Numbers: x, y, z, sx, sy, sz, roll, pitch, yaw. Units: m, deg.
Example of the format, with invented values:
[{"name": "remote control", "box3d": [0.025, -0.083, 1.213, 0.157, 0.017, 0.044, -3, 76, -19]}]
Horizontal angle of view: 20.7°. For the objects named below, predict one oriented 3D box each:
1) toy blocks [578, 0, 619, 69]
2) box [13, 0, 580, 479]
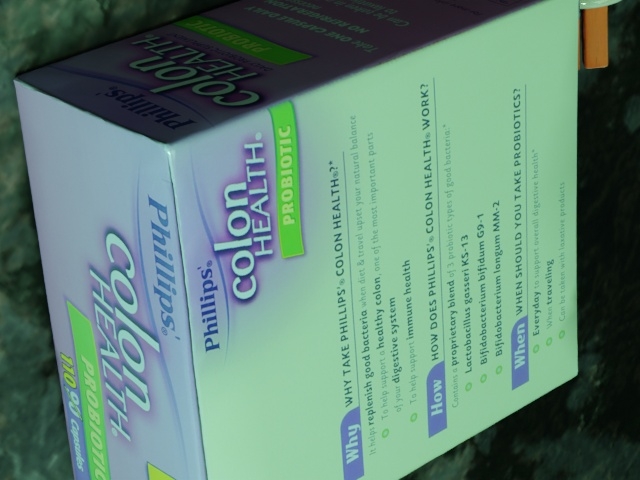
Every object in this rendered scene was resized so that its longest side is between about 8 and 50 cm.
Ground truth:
[{"name": "toy blocks", "box3d": [0.115, -0.105, 0.936, 0.123, 0.054, 0.148, -24, 123, -34]}, {"name": "box", "box3d": [0.000, 0.000, 0.829, 0.243, 0.117, 0.213, -25, 124, -35]}]
